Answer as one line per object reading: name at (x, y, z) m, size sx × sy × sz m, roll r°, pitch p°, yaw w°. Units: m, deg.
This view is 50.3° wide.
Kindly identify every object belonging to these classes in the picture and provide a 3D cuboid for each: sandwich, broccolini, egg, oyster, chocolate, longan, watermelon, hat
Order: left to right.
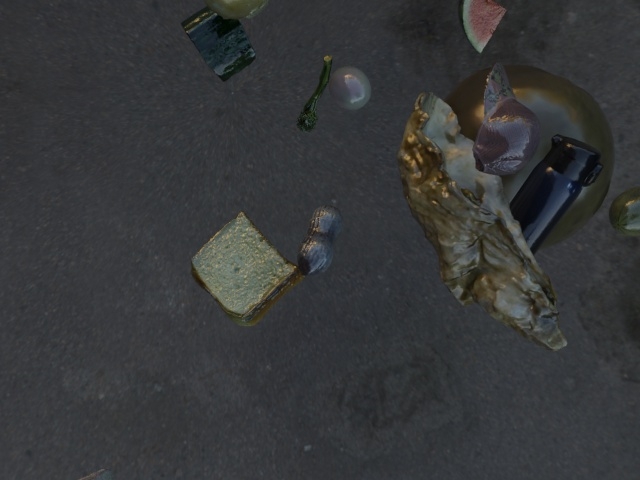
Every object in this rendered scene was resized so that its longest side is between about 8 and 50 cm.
egg at (-0.194, -0.589, 1.560) m, size 0.164 × 0.201 × 0.164 m, roll 11°, pitch 121°, yaw 20°
sandwich at (-0.198, 0.081, 1.790) m, size 0.226 × 0.087 × 0.251 m, roll -43°, pitch 64°, yaw -7°
broccolini at (-0.009, -0.333, 1.568) m, size 0.051 × 0.239 × 0.054 m, roll 42°, pitch 57°, yaw 9°
chocolate at (0.000, 0.000, 1.374) m, size 0.072 × 0.072 × 0.167 m, roll 30°, pitch 55°, yaw -12°
egg at (0.075, -0.384, 1.719) m, size 0.103 × 0.135 × 0.103 m, roll -12°, pitch 129°, yaw -15°
oyster at (0.175, -0.022, 0.806) m, size 0.110 × 0.166 × 0.341 m, roll -30°, pitch 83°, yaw 28°
watermelon at (0.421, -0.637, 1.891) m, size 0.145 × 0.137 × 0.193 m, roll 16°, pitch 68°, yaw -27°
hat at (0.133, -0.084, 0.474) m, size 0.042 × 0.087 × 0.058 m, roll 11°, pitch 144°, yaw 16°
longan at (0.373, -0.153, 1.294) m, size 0.361 × 0.361 × 0.361 m, roll -2°, pitch 102°, yaw -7°

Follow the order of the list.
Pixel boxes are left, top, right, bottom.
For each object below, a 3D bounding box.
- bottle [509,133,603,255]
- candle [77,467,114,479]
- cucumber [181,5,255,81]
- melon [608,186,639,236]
bottle at (0.303, -0.034, 0.970) m, size 0.082 × 0.072 × 0.244 m, roll 35°, pitch 115°, yaw 15°
candle at (-0.288, 0.288, 0.640) m, size 0.168 × 0.192 × 0.068 m, roll -30°, pitch 82°, yaw 29°
cucumber at (-0.267, -0.517, 1.767) m, size 0.130 × 0.191 × 0.191 m, roll -30°, pitch 104°, yaw -4°
melon at (0.643, -0.059, 1.387) m, size 0.131 × 0.098 × 0.098 m, roll -22°, pitch 106°, yaw -30°
